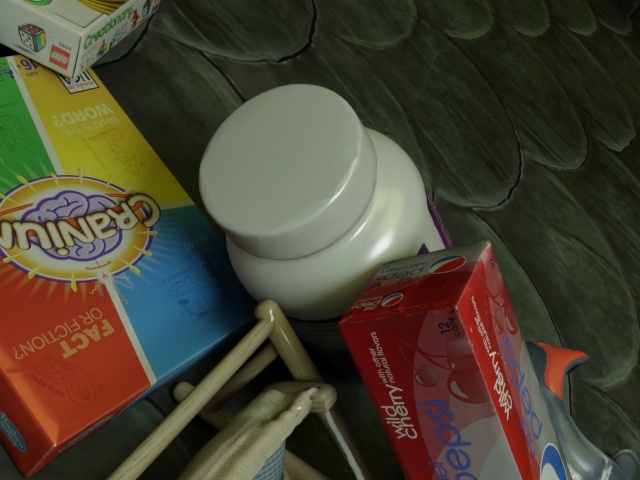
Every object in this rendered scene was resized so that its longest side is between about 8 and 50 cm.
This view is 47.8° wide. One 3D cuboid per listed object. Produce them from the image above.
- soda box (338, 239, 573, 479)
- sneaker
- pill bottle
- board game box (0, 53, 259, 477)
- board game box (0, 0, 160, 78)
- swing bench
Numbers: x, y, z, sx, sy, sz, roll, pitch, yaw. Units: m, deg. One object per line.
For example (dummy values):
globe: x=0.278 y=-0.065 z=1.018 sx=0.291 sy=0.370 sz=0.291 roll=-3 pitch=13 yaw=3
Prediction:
soda box: x=0.108 y=0.139 z=0.496 sx=0.092 sy=0.083 sz=0.263 roll=-46 pitch=118 yaw=-53
sneaker: x=0.217 y=0.257 z=0.640 sx=0.148 sy=0.131 sz=0.350 roll=-6 pitch=74 yaw=-3
pill bottle: x=0.022 y=0.007 z=0.620 sx=0.301 sy=0.169 sz=0.169 roll=52 pitch=22 yaw=-55
board game box: x=-0.221 y=-0.008 z=0.600 sx=0.317 sy=0.064 sz=0.242 roll=51 pitch=40 yaw=6
board game box: x=-0.324 y=-0.278 z=0.688 sx=0.305 sy=0.053 sz=0.193 roll=26 pitch=38 yaw=-5
swing bench: x=-0.047 y=0.225 z=0.479 sx=0.255 sy=0.165 sz=0.253 roll=45 pitch=38 yaw=0
